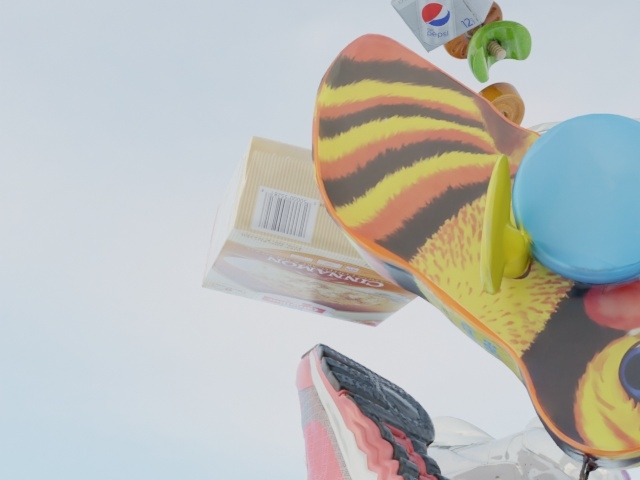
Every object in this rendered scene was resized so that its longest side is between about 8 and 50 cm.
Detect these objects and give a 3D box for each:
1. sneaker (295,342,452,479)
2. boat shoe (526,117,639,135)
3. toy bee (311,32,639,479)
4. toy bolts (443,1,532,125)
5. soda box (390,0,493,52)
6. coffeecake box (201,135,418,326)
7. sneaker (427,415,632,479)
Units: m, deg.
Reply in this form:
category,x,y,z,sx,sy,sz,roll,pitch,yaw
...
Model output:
category,x,y,z,sx,sy,sz,roll,pitch,yaw
sneaker,0.022,0.194,0.974,0.116,0.314,0.136,32,-75,-29
boat shoe,0.331,-0.104,1.670,0.227,0.081,0.079,-6,-53,29
toy bee,0.105,0.030,0.543,0.298,0.162,0.195,21,-13,41
toy bolts,0.182,-0.244,1.949,0.228,0.158,0.218,-28,-44,-12
soda box,0.196,-0.381,1.798,0.098,0.286,0.091,-26,-66,37
coffeecake box,0.000,0.000,0.917,0.142,0.068,0.185,13,-16,-8
sneaker,0.142,0.226,1.085,0.114,0.152,0.305,56,-27,-8
